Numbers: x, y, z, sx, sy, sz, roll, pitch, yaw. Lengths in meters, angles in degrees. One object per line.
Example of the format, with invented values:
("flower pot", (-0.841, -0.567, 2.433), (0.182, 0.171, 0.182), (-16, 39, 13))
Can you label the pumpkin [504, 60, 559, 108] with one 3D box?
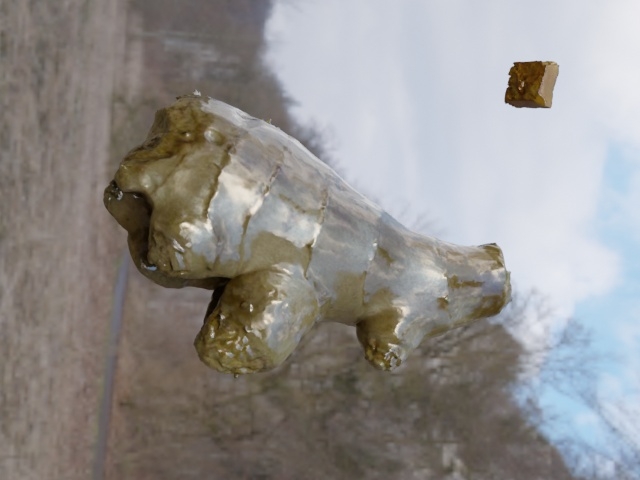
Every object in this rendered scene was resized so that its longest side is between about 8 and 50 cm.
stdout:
("pumpkin", (0.337, -0.245, 1.645), (0.083, 0.054, 0.074), (11, -95, 55))

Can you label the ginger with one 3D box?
("ginger", (-0.004, 0.015, 0.920), (0.236, 0.375, 0.166), (-67, 180, -53))
